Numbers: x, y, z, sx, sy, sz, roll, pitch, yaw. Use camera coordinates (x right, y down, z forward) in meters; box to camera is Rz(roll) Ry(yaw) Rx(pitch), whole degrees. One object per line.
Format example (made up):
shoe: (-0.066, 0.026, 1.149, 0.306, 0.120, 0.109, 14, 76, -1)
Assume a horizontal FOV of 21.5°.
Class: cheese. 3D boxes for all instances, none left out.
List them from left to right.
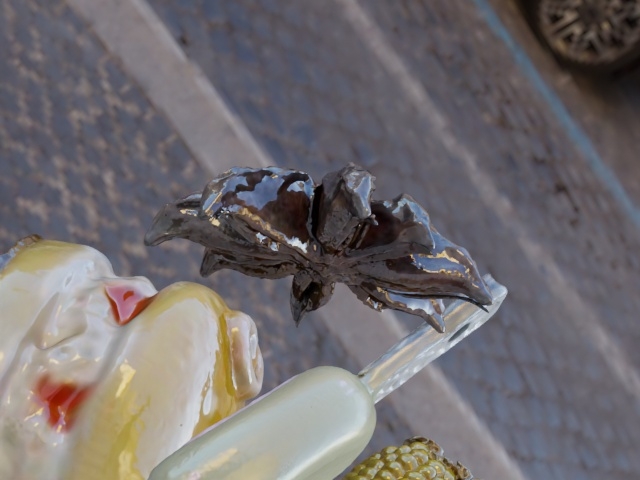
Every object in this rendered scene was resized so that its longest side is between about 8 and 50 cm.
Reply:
cheese: (0.008, 0.088, 0.876, 0.235, 0.127, 0.050, -36, 75, -22)

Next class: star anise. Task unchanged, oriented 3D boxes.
star anise: (-0.001, -0.001, 0.671, 0.141, 0.141, 0.042, 30, 62, -41)

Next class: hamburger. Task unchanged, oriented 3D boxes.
hamburger: (-0.149, 0.155, 1.127, 0.186, 0.303, 0.261, 19, 46, 5)

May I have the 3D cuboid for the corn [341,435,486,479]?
corn: (0.001, 0.264, 1.249, 0.305, 0.106, 0.106, -41, 100, -30)
